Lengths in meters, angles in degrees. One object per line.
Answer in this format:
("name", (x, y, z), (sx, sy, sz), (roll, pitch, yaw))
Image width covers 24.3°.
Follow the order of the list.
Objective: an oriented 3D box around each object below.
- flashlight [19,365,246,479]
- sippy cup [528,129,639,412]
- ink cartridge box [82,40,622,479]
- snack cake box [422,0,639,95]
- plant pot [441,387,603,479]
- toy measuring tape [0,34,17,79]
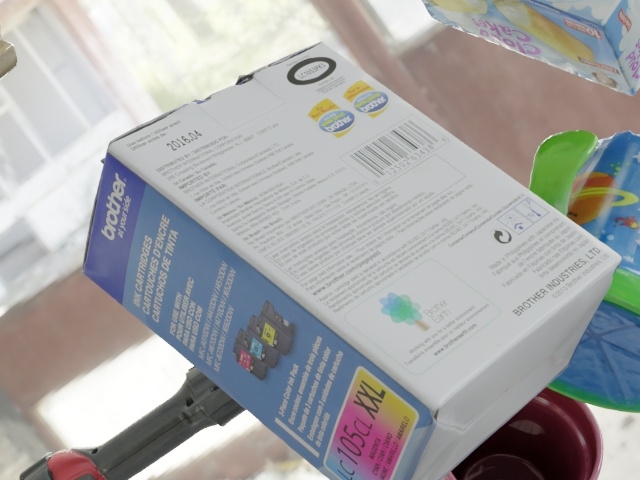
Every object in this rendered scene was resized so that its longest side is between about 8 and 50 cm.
("flashlight", (-0.212, 0.237, 1.774), (0.304, 0.103, 0.103), (-35, -34, 5))
("sippy cup", (0.307, 0.022, 1.508), (0.305, 0.240, 0.224), (97, -163, -61))
("ink cartridge box", (0.000, 0.000, 1.194), (0.270, 0.395, 0.151), (-31, -27, -43))
("snack cake box", (0.219, -0.261, 1.544), (0.264, 0.152, 0.089), (27, 78, 31))
("plant pot", (0.234, 0.284, 1.825), (0.201, 0.201, 0.180), (-41, -25, -23))
("toy measuring tape", (-0.290, -0.211, 0.790), (0.121, 0.330, 0.121), (-29, 20, 12))
